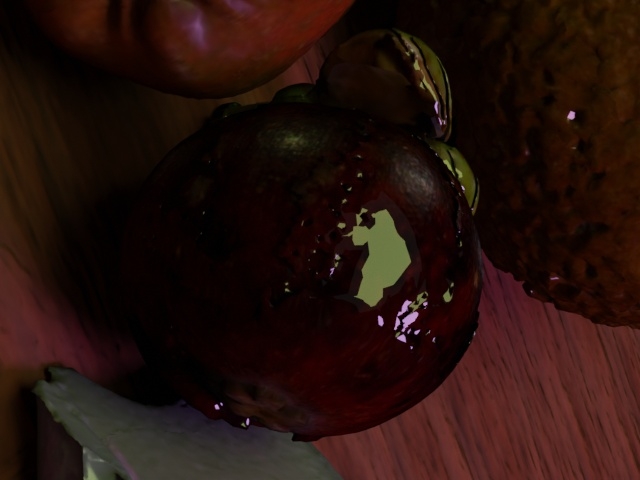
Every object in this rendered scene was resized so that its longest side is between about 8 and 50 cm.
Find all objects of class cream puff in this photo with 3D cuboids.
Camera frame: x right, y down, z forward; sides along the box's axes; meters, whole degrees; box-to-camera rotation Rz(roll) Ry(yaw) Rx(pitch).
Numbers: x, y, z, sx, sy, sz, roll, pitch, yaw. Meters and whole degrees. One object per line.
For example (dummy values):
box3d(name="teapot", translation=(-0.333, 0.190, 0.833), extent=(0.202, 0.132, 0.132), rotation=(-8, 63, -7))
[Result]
box3d(name="cream puff", translation=(0.162, -0.088, 1.003), extent=(0.303, 0.212, 0.303), rotation=(25, 56, -43))

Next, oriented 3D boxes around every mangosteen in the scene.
box3d(name="mangosteen", translation=(0.000, 0.000, 0.791), extent=(0.166, 0.166, 0.180), rotation=(52, 56, -32))

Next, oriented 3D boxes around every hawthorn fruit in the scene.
box3d(name="hawthorn fruit", translation=(-0.052, -0.157, 0.779), extent=(0.189, 0.189, 0.189), rotation=(12, 74, -50))

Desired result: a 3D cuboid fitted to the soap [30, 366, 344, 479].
box3d(name="soap", translation=(0.014, 0.185, 0.725), extent=(0.159, 0.258, 0.302), rotation=(6, 78, -50))

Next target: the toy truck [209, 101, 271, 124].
box3d(name="toy truck", translation=(-0.017, -0.043, 0.895), extent=(0.083, 0.049, 0.054), rotation=(8, 79, -52))
